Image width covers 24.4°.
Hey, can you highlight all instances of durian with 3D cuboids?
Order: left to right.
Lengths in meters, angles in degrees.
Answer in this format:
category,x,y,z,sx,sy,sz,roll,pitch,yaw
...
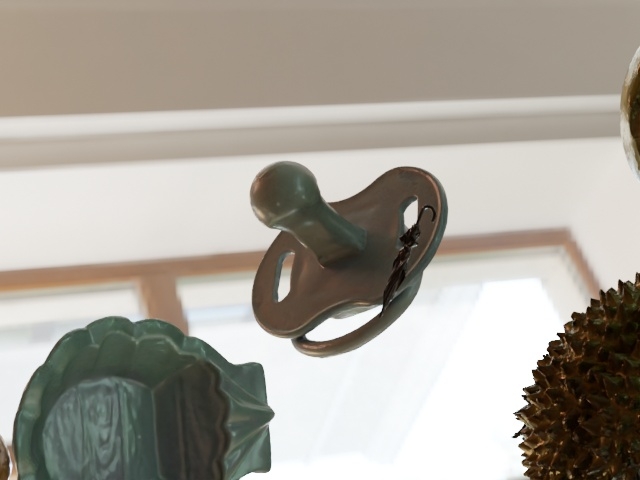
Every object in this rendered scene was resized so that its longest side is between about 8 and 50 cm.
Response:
category,x,y,z,sx,sy,sz,roll,pitch,yaw
durian,0.313,0.170,1.479,0.258,0.258,0.293,62,-39,43

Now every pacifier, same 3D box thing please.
category,x,y,z,sx,sy,sz,roll,pitch,yaw
pacifier,0.000,0.000,1.716,0.287,0.226,0.238,-23,-141,36

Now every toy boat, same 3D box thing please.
category,x,y,z,sx,sy,sz,roll,pitch,yaw
toy boat,-0.164,0.165,1.274,0.100,0.290,0.199,-6,-96,44

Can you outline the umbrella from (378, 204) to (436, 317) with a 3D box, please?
category,x,y,z,sx,sy,sz,roll,pitch,yaw
umbrella,0.074,0.018,1.333,0.022,0.013,0.122,39,-61,25

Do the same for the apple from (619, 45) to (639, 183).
category,x,y,z,sx,sy,sz,roll,pitch,yaw
apple,0.471,-0.147,1.673,0.279,0.279,0.279,176,-90,-67

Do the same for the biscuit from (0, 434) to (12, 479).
category,x,y,z,sx,sy,sz,roll,pitch,yaw
biscuit,-0.379,0.222,1.407,0.045,0.154,0.299,52,-21,-25
